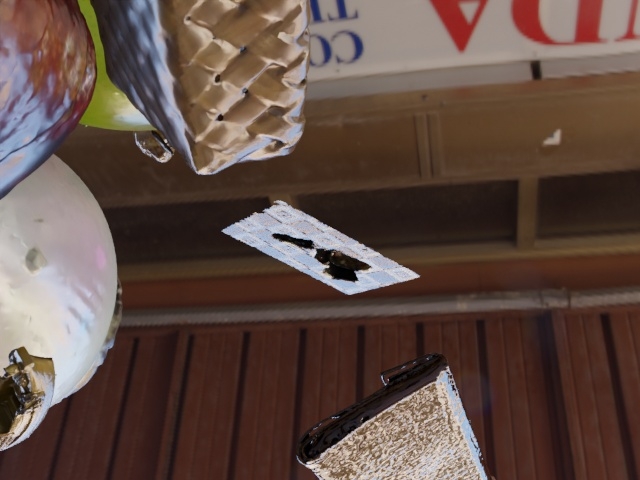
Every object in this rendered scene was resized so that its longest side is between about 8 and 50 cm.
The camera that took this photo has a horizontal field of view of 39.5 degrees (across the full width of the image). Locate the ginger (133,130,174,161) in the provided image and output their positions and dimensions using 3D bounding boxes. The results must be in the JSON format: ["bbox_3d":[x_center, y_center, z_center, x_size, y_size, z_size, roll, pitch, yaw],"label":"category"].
[{"bbox_3d":[-0.207,-0.199,1.430,0.204,0.080,0.104,-26,-113,13],"label":"ginger"}]

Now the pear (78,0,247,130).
[{"bbox_3d":[-0.127,-0.261,0.938,0.165,0.399,0.399,32,-113,12],"label":"pear"}]

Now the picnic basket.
[{"bbox_3d":[-0.053,-0.114,0.310,0.055,0.193,0.110,-27,-130,-22],"label":"picnic basket"}]

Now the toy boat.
[{"bbox_3d":[-0.269,0.143,0.784,0.049,0.149,0.047,-14,-122,-43],"label":"toy boat"}]

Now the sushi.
[{"bbox_3d":[0.000,0.000,1.016,0.139,0.201,0.031,-19,-130,52],"label":"sushi"}]

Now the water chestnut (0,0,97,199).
[{"bbox_3d":[-0.288,-0.121,0.545,0.289,0.244,0.289,-1,-141,1],"label":"water chestnut"}]

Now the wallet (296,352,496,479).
[{"bbox_3d":[0.071,0.187,0.746,0.133,0.243,0.039,-31,-129,-3],"label":"wallet"}]

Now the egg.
[{"bbox_3d":[-0.416,0.017,1.013,0.355,0.340,0.354,2,-117,-4],"label":"egg"}]
